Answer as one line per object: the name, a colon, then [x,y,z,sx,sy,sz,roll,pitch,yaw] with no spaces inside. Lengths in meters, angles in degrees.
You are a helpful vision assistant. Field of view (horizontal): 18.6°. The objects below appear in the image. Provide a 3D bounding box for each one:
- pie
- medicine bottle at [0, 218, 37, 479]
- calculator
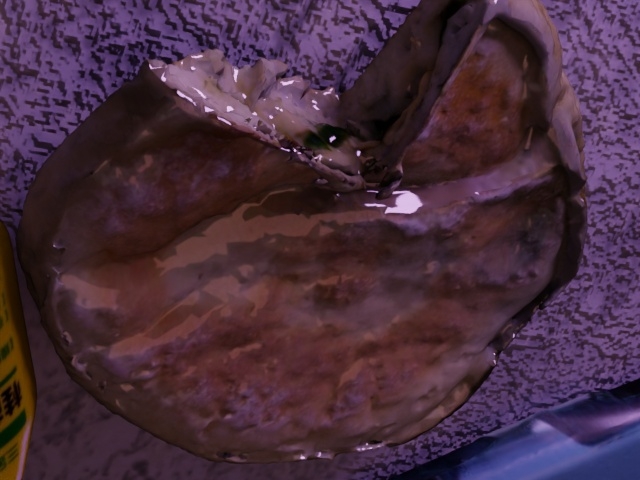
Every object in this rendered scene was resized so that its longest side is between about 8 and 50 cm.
pie: [0.000,0.000,1.044,0.337,0.075,0.337,-15,134,-16]
medicine bottle: [-0.194,0.120,1.030,0.111,0.076,0.309,-23,129,-24]
calculator: [0.146,0.179,1.253,0.293,0.051,0.173,-20,129,-11]
